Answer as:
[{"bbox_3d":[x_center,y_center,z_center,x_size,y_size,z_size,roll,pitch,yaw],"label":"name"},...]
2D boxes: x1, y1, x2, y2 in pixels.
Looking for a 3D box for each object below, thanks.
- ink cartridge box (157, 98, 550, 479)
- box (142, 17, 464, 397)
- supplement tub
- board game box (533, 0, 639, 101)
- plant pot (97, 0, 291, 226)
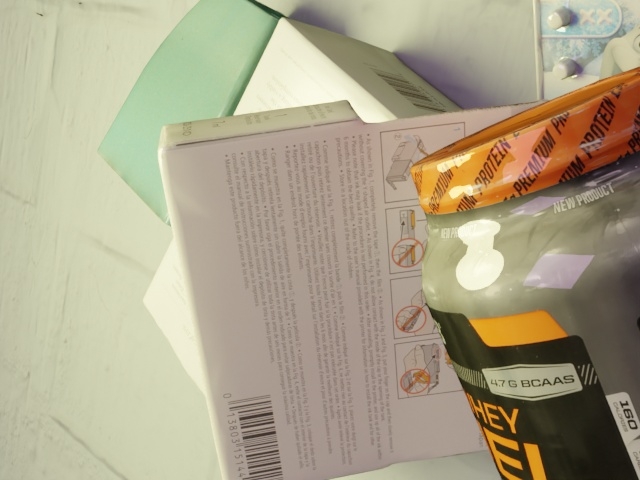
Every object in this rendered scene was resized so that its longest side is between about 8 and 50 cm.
[{"bbox_3d":[0.034,0.044,0.557,0.066,0.261,0.296,-109,12,-65],"label":"ink cartridge box"},{"bbox_3d":[0.000,0.000,0.722,0.215,0.168,0.345,48,120,31],"label":"box"},{"bbox_3d":[0.180,0.073,0.420,0.193,0.193,0.316,-19,97,41],"label":"supplement tub"},{"bbox_3d":[0.294,-0.128,0.420,0.390,0.050,0.390,14,126,42],"label":"board game box"},{"bbox_3d":[-0.102,-0.148,0.821,0.165,0.165,0.234,41,110,34],"label":"plant pot"}]
